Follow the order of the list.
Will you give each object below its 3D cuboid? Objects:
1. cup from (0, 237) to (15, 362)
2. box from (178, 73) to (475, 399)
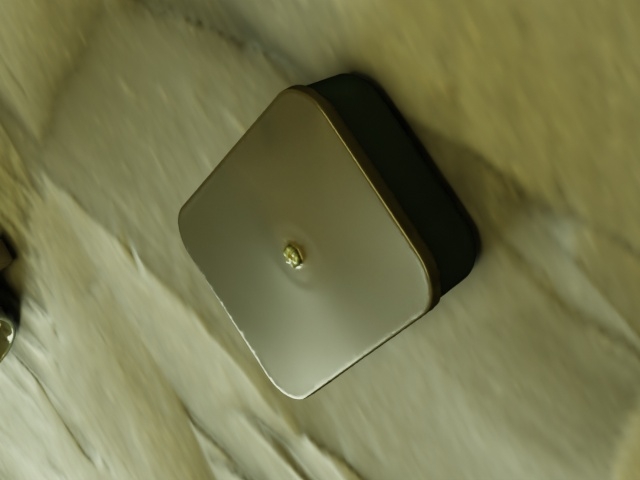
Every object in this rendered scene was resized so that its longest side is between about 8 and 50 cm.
[{"bbox_3d":[-0.220,0.023,0.785,0.099,0.074,0.102,46,142,19],"label":"cup"},{"bbox_3d":[0.000,0.000,0.534,0.091,0.031,0.126,56,145,7],"label":"box"}]
